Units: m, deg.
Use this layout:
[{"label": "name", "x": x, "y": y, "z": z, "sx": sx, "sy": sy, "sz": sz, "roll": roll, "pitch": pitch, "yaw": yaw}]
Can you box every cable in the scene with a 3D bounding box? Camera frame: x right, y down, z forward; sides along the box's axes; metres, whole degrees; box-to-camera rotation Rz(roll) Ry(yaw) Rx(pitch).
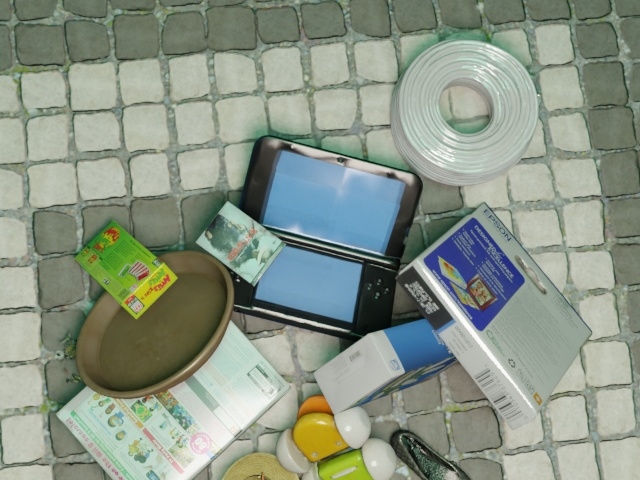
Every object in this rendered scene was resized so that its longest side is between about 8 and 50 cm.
[{"label": "cable", "x": 0.252, "y": -0.224, "z": 1.756, "sx": 0.257, "sy": 0.089, "sz": 0.257, "roll": 21, "pitch": 79, "yaw": -2}]

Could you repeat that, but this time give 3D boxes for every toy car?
[{"label": "toy car", "x": 0.027, "y": 0.326, "z": 1.622, "sx": 0.159, "sy": 0.136, "sz": 0.182, "roll": -28, "pitch": 112, "yaw": 18}]

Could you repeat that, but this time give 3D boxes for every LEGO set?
[{"label": "LEGO set", "x": -0.408, "y": 0.193, "z": 1.660, "sx": 0.054, "sy": 0.023, "sz": 0.083, "roll": 12, "pitch": 93, "yaw": -1}]

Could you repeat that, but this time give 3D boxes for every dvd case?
[{"label": "dvd case", "x": -0.127, "y": 0.005, "z": 1.612, "sx": 0.119, "sy": 0.013, "sz": 0.087, "roll": 37, "pitch": 83, "yaw": 7}]

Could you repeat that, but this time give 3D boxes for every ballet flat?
[{"label": "ballet flat", "x": 0.186, "y": 0.378, "z": 1.670, "sx": 0.173, "sy": 0.049, "sz": 0.057, "roll": 37, "pitch": 80, "yaw": 1}]

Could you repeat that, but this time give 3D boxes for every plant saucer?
[{"label": "plant saucer", "x": -0.253, "y": 0.133, "z": 1.566, "sx": 0.277, "sy": 0.041, "sz": 0.278, "roll": -16, "pitch": 44, "yaw": 16}]

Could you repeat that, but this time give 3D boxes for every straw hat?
[{"label": "straw hat", "x": -0.108, "y": 0.408, "z": 1.631, "sx": 0.144, "sy": 0.061, "sz": 0.145, "roll": 0, "pitch": 89, "yaw": -25}]

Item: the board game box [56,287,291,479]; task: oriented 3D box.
[{"label": "board game box", "x": -0.233, "y": 0.261, "z": 1.626, "sx": 0.303, "sy": 0.097, "sz": 0.224, "roll": -41, "pitch": 86, "yaw": -12}]

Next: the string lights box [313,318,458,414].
[{"label": "string lights box", "x": 0.125, "y": 0.185, "z": 1.581, "sx": 0.259, "sy": 0.133, "sz": 0.077, "roll": -8, "pitch": 65, "yaw": -50}]

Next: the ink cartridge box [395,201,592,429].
[{"label": "ink cartridge box", "x": 0.292, "y": 0.112, "z": 1.660, "sx": 0.072, "sy": 0.307, "sz": 0.304, "roll": -41, "pitch": 85, "yaw": 33}]

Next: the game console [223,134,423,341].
[{"label": "game console", "x": 0.000, "y": 0.000, "z": 1.644, "sx": 0.293, "sy": 0.173, "sz": 0.250, "roll": 14, "pitch": 49, "yaw": -3}]

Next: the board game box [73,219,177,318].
[{"label": "board game box", "x": -0.316, "y": 0.045, "z": 1.623, "sx": 0.092, "sy": 0.043, "sz": 0.181, "roll": -45, "pitch": 43, "yaw": -11}]
